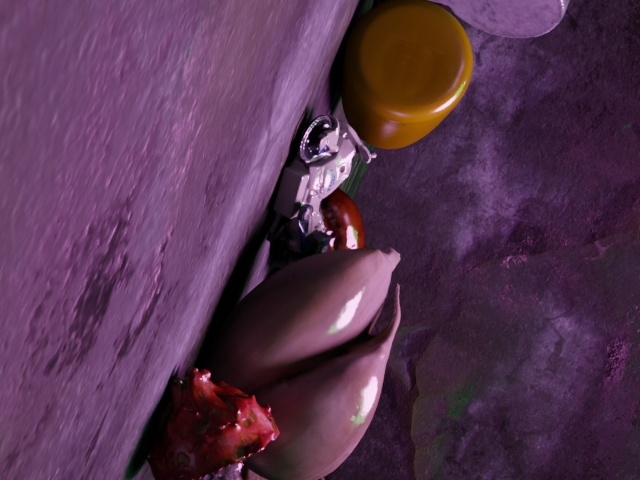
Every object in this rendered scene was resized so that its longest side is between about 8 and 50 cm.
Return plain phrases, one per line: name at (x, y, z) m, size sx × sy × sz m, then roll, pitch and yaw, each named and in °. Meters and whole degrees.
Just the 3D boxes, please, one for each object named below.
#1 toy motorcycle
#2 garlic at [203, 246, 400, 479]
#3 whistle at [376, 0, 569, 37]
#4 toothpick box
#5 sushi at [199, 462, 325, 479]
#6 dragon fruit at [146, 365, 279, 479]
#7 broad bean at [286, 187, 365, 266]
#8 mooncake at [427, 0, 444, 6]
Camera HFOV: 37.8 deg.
toy motorcycle at (-0.005, -0.069, 1.239) m, size 0.150 × 0.102 × 0.221 m, roll -23°, pitch 137°, yaw -54°
garlic at (0.008, 0.153, 1.190) m, size 0.340 × 0.231 × 0.246 m, roll -38°, pitch 158°, yaw -3°
whistle at (0.209, -0.400, 1.299) m, size 0.188 × 0.405 × 0.168 m, roll 40°, pitch 68°, yaw -42°
toothpick box at (0.113, -0.227, 1.364) m, size 0.271 × 0.175 × 0.175 m, roll 112°, pitch 1°, yaw -83°
sushi at (-0.113, 0.390, 1.471) m, size 0.218 × 0.239 × 0.225 m, roll 94°, pitch 6°, yaw -60°
dragon fruit at (-0.128, 0.190, 1.022) m, size 0.153 × 0.153 × 0.110 m, roll -22°, pitch 94°, yaw -85°
broad bean at (-0.004, -0.001, 1.448) m, size 0.122 × 0.156 × 0.228 m, roll -22°, pitch 167°, yaw -18°
mooncake at (0.260, -0.569, 1.715) m, size 0.283 × 0.141 × 0.283 m, roll 25°, pitch 90°, yaw -88°
